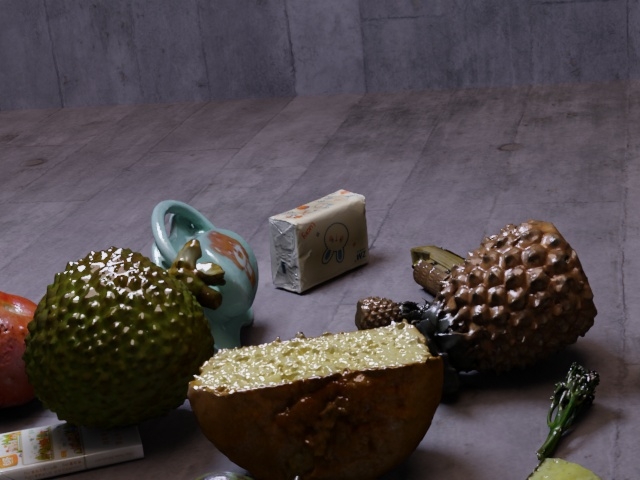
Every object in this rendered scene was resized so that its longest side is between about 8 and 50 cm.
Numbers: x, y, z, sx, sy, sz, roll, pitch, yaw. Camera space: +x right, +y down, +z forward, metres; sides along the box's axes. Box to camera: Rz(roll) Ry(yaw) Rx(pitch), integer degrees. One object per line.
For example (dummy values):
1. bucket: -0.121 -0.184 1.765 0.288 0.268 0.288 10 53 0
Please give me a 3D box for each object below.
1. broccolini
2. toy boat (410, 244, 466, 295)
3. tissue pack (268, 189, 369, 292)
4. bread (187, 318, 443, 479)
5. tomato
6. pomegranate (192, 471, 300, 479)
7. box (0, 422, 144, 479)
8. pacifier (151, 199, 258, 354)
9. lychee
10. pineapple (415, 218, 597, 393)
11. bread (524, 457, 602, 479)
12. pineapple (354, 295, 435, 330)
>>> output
1. broccolini: 0.332 0.239 1.794 0.058 0.073 0.201 24 34 24
2. toy boat: 0.219 0.059 2.329 0.088 0.068 0.226 -20 23 -18
3. tissue pack: 0.000 0.000 2.444 0.092 0.148 0.196 15 29 41
4. bread: 0.000 0.235 1.742 0.340 0.178 0.194 -9 18 -1
5. tomato: -0.528 0.180 2.046 0.208 0.184 0.208 28 14 -8
6. pomegranate: -0.098 0.333 1.516 0.169 0.148 0.148 -32 18 7
7. box: -0.375 0.304 1.877 0.221 0.032 0.122 -9 21 -11
8. pacifier: -0.249 0.087 2.194 0.269 0.288 0.343 -30 12 12
9. lychee: -0.281 0.139 1.893 0.320 0.270 0.270 -28 20 1
10. pineapple: 0.233 0.131 1.959 0.357 0.222 0.223 -30 25 -10
11. bread: 0.276 0.330 1.485 0.111 0.114 0.129 12 29 27
12. pineapple: 0.141 0.127 2.172 0.160 0.074 0.074 -2 18 -11
